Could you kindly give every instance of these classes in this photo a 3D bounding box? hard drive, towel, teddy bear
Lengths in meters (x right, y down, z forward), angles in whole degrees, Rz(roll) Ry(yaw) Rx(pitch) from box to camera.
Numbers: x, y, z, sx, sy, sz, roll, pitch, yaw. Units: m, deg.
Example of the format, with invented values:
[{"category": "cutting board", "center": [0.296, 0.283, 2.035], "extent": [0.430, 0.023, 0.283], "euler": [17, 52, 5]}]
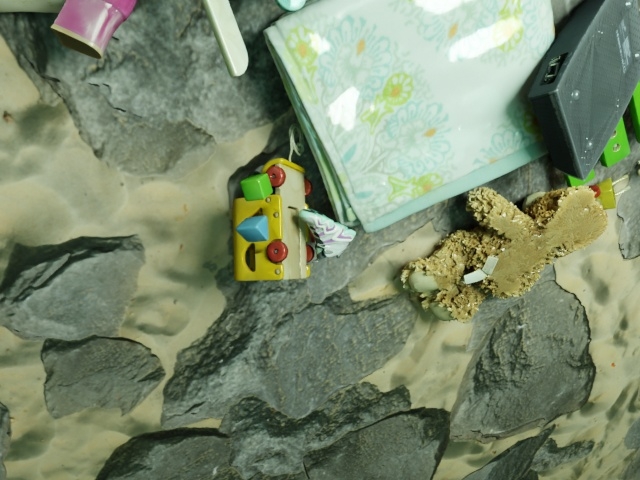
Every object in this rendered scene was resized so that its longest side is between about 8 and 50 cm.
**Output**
[{"category": "hard drive", "center": [0.374, -0.227, 0.602], "extent": [0.254, 0.054, 0.172], "euler": [-54, 126, -18]}, {"category": "towel", "center": [0.148, -0.209, 0.599], "extent": [0.375, 0.090, 0.320], "euler": [-25, 120, 0]}, {"category": "teddy bear", "center": [0.301, 0.017, 0.755], "extent": [0.245, 0.113, 0.338], "euler": [32, 113, -18]}]

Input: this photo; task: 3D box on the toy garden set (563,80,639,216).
[{"category": "toy garden set", "center": [0.514, -0.164, 0.736], "extent": [0.244, 0.049, 0.203], "euler": [-34, 117, 4]}]

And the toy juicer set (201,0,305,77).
[{"category": "toy juicer set", "center": [-0.030, -0.354, 0.435], "extent": [0.329, 0.089, 0.209], "euler": [-44, 113, -8]}]

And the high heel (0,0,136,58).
[{"category": "high heel", "center": [-0.324, -0.301, 0.459], "extent": [0.244, 0.082, 0.117], "euler": [23, 81, -10]}]

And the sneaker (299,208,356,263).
[{"category": "sneaker", "center": [0.000, 0.000, 0.614], "extent": [0.098, 0.038, 0.069], "euler": [24, 97, -33]}]

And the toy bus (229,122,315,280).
[{"category": "toy bus", "center": [-0.076, -0.034, 0.621], "extent": [0.105, 0.202, 0.190], "euler": [-4, 130, 23]}]
